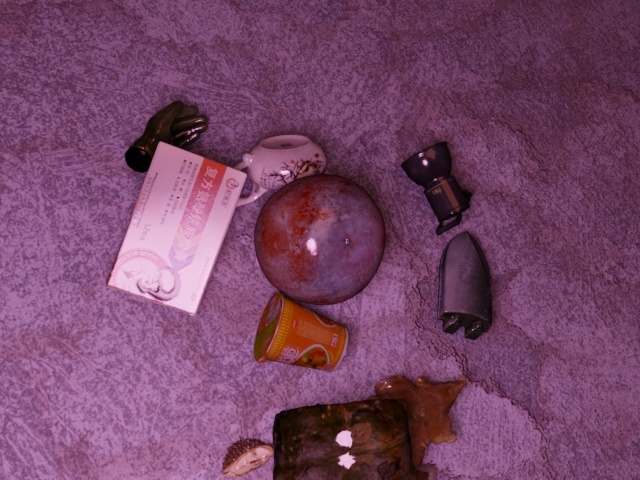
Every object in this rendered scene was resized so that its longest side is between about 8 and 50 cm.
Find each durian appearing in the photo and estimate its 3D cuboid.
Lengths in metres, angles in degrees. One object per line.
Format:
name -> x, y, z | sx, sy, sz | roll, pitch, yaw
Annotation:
durian -> -0.164, 0.469, 1.515 | 0.130, 0.052, 0.066 | -18, 110, -22

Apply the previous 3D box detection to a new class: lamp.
lamp -> 0.343, -0.144, 1.933 | 0.172, 0.147, 0.227 | -18, 79, -49

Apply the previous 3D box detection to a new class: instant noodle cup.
instant noodle cup -> -0.041, 0.227, 1.608 | 0.185, 0.168, 0.168 | 20, 60, -16

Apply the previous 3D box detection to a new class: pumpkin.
pumpkin -> 0.039, 0.446, 1.456 | 0.256, 0.303, 0.225 | 4, 67, -42

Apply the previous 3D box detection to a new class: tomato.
tomato -> 0.000, 0.000, 1.648 | 0.317, 0.282, 0.316 | -2, 96, -24

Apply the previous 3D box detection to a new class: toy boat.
toy boat -> 0.382, 0.105, 1.841 | 0.141, 0.092, 0.319 | 16, 54, -9

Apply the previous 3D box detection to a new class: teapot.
teapot -> -0.105, -0.183, 1.781 | 0.300, 0.165, 0.208 | -22, 41, -15

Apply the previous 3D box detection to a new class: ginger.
ginger -> 0.228, 0.398, 1.623 | 0.270, 0.123, 0.219 | -34, 75, -32

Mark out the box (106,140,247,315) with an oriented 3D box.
box -> -0.328, -0.026, 1.598 | 0.214, 0.069, 0.353 | 20, 88, -8

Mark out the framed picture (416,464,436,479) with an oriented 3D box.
framed picture -> 0.172, 0.623, 1.554 | 0.184, 0.016, 0.250 | 14, 62, -11

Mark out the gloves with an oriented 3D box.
gloves -> -0.392, -0.267, 1.748 | 0.107, 0.135, 0.268 | 22, 44, 23
